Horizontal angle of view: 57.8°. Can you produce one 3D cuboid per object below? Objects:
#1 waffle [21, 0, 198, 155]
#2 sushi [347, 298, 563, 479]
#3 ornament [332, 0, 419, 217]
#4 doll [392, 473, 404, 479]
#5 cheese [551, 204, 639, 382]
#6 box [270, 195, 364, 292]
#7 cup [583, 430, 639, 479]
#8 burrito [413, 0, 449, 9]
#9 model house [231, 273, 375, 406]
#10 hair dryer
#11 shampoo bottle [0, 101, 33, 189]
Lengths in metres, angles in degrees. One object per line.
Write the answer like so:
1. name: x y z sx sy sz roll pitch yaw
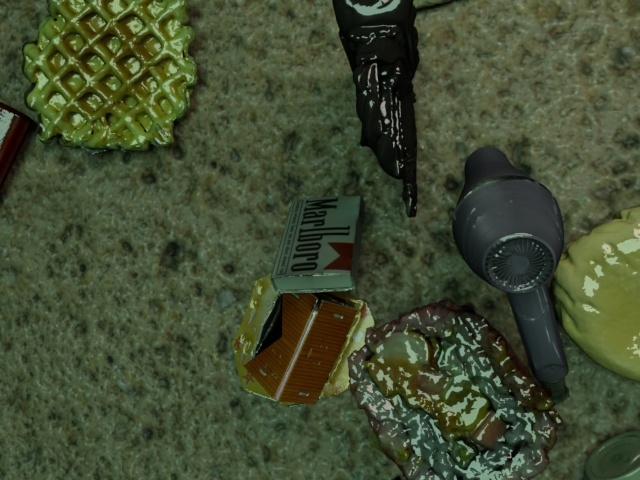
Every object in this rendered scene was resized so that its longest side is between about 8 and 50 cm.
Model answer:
1. waffle: -0.353 -0.290 0.980 0.317 0.073 0.297 5 94 7
2. sushi: 0.165 0.213 0.775 0.236 0.171 0.270 -41 76 9
3. ornament: 0.089 -0.165 0.780 0.106 0.251 0.261 -5 78 13
4. doll: 0.175 0.412 0.813 0.195 0.070 0.096 49 114 18
5. cheese: 0.420 0.074 0.748 0.214 0.117 0.226 -39 83 15
6. box: 0.000 0.000 0.836 0.115 0.177 0.036 -3 130 12
7. cup: 0.421 0.328 0.737 0.120 0.120 0.141 -38 88 9
8. burrito: 0.151 -0.381 0.872 0.188 0.045 0.058 -8 78 15
9. model house: -0.049 0.157 0.846 0.207 0.136 0.219 26 93 12
10. hair dryer: 0.262 0.063 0.756 0.121 0.301 0.361 -15 112 16
11. shampoo bottle: -0.613 -0.121 1.037 0.102 0.064 0.260 28 94 13
